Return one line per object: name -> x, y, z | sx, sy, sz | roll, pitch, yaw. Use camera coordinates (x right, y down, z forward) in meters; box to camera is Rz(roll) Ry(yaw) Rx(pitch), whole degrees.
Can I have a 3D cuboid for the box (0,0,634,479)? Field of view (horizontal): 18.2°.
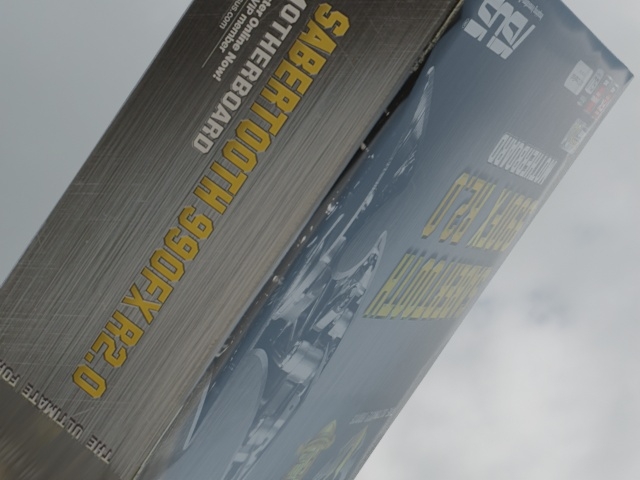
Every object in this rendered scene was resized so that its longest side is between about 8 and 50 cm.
box -> 0.000, 0.000, 0.549 | 0.056, 0.231, 0.183 | 36, -84, 15
